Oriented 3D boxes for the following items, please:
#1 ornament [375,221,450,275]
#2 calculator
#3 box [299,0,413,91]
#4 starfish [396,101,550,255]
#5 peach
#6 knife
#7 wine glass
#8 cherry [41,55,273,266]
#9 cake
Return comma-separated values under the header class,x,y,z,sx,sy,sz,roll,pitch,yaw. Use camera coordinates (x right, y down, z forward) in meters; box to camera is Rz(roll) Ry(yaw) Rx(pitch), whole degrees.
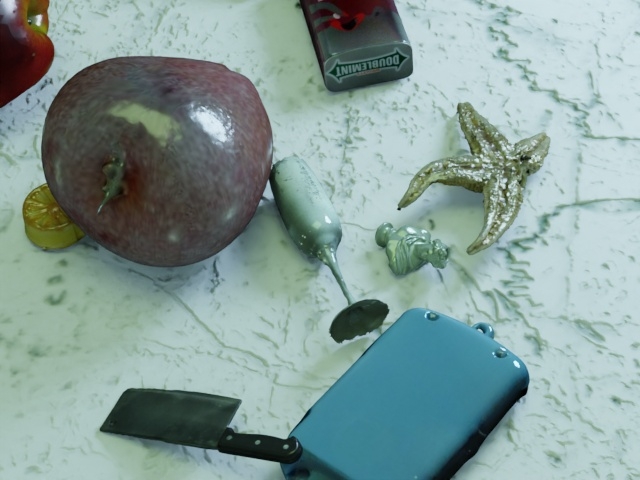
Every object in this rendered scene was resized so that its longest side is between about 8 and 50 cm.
class,x,y,z,sx,sy,sz,roll,pitch,yaw
ornament,0.106,0.009,1.835,0.092,0.041,0.068,0,42,19
calculator,0.087,0.180,1.675,0.173,0.051,0.293,28,57,30
box,0.039,-0.293,2.093,0.120,0.069,0.224,-10,47,-3
starfish,0.181,-0.082,1.887,0.138,0.050,0.247,17,42,18
peach,-0.456,-0.264,2.032,0.243,0.199,0.243,-8,40,7
knife,-0.118,0.188,1.681,0.245,0.019,0.072,6,48,30
wine glass,0.000,0.000,1.837,0.074,0.074,0.262,-18,49,-9
cherry,-0.179,-0.101,1.844,0.261,0.221,0.307,34,44,9
cake,-0.311,-0.030,1.910,0.084,0.044,0.084,-4,49,4
